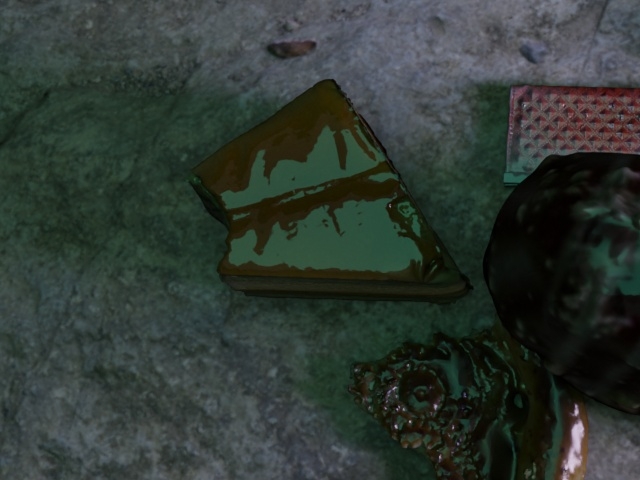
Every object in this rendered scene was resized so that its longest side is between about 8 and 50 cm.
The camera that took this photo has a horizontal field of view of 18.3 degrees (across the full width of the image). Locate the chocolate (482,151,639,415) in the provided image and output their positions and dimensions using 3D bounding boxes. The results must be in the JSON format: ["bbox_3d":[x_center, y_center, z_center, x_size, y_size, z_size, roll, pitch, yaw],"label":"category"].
[{"bbox_3d":[0.320,0.035,1.782,0.340,0.210,0.225,24,76,4],"label":"chocolate"}]

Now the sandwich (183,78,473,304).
[{"bbox_3d":[0.000,0.000,1.895,0.198,0.155,0.227,-33,77,4],"label":"sandwich"}]

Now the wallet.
[{"bbox_3d":[0.279,-0.100,1.936,0.196,0.020,0.103,2,81,10],"label":"wallet"}]

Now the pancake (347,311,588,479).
[{"bbox_3d":[0.136,0.178,1.888,0.244,0.057,0.266,14,80,10],"label":"pancake"}]
